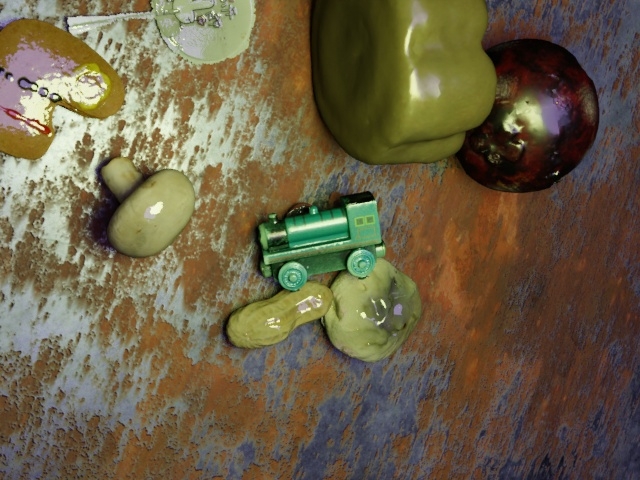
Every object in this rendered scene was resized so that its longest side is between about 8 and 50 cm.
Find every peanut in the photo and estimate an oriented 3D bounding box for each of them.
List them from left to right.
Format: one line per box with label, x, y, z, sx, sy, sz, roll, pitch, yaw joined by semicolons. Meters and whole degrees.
peanut;-0.089;0.171;1.672;0.275;0.125;0.111;-26;109;-21

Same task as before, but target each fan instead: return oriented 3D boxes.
fan;-0.325;-0.481;1.506;0.415;0.012;0.233;-14;104;-28

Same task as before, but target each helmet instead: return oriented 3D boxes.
helmet;-0.050;-0.061;1.699;0.084;0.049;0.065;-16;125;-7

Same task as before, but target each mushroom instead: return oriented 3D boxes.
mushroom;-0.358;-0.072;1.452;0.206;0.206;0.209;-42;115;-16

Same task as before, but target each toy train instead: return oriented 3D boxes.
toy train;0.000;0.000;1.656;0.298;0.120;0.194;-11;111;-5

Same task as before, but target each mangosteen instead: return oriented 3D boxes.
mangosteen;0.490;-0.309;1.785;0.381;0.421;0.380;3;107;8

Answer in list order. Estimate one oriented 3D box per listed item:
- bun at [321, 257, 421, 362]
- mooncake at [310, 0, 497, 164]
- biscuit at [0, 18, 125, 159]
bun;0.140;0.179;1.775;0.273;0.168;0.272;-3;95;-34
mooncake;0.169;-0.396;1.543;0.262;0.467;0.466;-10;103;-22
biscuit;-0.544;-0.278;1.401;0.262;0.052;0.277;36;81;-27
